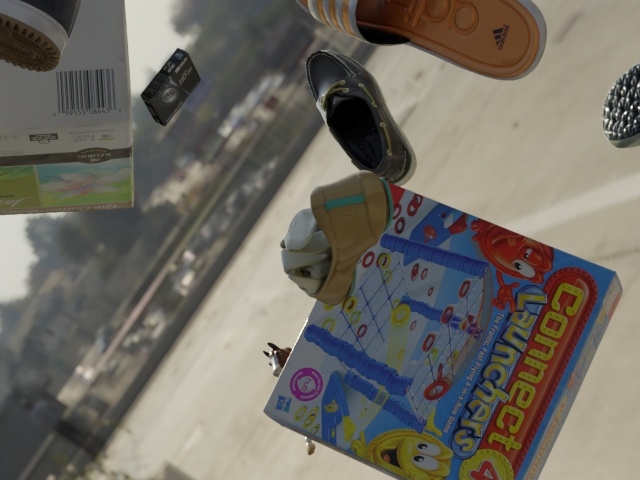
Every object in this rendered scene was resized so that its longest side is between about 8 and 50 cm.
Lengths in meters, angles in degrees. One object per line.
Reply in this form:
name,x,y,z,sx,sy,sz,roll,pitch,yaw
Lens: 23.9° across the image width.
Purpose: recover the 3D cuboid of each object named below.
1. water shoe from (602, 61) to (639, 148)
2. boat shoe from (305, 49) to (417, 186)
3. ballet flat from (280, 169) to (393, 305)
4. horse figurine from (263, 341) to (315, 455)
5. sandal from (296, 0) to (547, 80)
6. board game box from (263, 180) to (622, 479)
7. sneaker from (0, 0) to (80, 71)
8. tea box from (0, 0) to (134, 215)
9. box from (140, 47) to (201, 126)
water shoe,0.327,-0.132,1.308,0.203,0.080,0.073,-39,46,52
boat shoe,0.042,-0.167,1.947,0.081,0.228,0.068,-44,-29,18
ballet flat,0.000,0.000,1.292,0.073,0.080,0.232,-10,-20,-15
horse figurine,0.066,0.205,1.977,0.174,0.263,0.066,-108,20,-54
sandal,0.067,-0.209,1.271,0.076,0.265,0.102,-4,-65,-53
board game box,0.139,0.125,1.708,0.308,0.302,0.086,-64,-22,-9
sneaker,-0.359,-0.294,1.488,0.099,0.282,0.153,-35,31,59
tea box,-0.413,-0.182,1.987,0.323,0.329,0.220,107,158,-72
box,-0.194,-0.199,1.968,0.083,0.018,0.067,-54,-25,-17
